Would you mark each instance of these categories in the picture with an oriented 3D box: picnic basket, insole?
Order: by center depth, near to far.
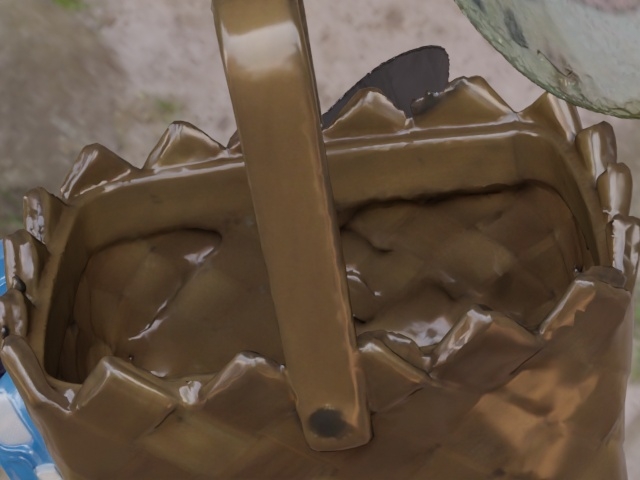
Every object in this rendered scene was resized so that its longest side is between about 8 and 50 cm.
[{"bbox_3d":[0.000,0.000,0.845,0.291,0.321,0.254,-10,27,3],"label":"picnic basket"},{"bbox_3d":[-0.004,-0.044,1.072,0.232,0.080,0.003,-36,50,-28],"label":"insole"}]

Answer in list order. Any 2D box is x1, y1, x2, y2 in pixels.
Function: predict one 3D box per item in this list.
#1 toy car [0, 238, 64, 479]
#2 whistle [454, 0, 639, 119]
[{"bbox_3d":[-0.216,0.114,1.505,0.166,0.198,0.314,-33,26,-2],"label":"toy car"},{"bbox_3d":[0.087,-0.059,0.356,0.067,0.126,0.258,-29,51,-17],"label":"whistle"}]
